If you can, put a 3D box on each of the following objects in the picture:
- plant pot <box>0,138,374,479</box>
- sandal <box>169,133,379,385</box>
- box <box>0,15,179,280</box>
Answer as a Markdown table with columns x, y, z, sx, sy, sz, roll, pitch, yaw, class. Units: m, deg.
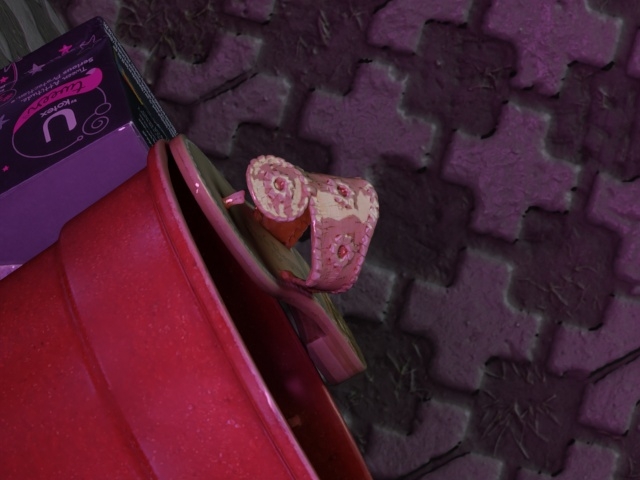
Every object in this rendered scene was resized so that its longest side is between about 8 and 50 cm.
| x | y | z | sx | sy | sz | roll | pitch | yaw | class |
| --- | --- | --- | --- | --- | --- | --- | --- | --- | --- |
| -0.129 | 0.130 | 0.962 | 0.272 | 0.265 | 0.272 | 60 | 3 | -5 | plant pot |
| -0.002 | -0.005 | 1.021 | 0.088 | 0.079 | 0.240 | 63 | 4 | 35 | sandal |
| -0.192 | 0.011 | 1.143 | 0.163 | 0.247 | 0.142 | 58 | 6 | -36 | box |
